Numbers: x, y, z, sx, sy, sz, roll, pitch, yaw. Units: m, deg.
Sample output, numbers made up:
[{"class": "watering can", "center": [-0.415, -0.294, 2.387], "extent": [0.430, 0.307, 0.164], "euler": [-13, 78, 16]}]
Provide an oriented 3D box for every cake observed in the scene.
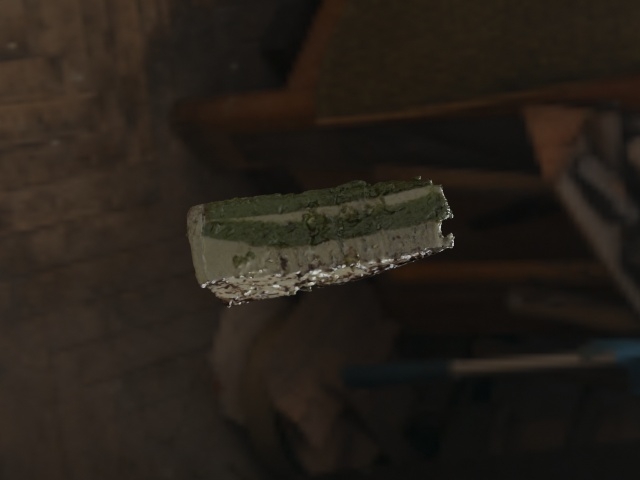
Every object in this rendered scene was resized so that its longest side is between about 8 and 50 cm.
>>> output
[{"class": "cake", "center": [0.000, 0.000, 1.058], "extent": [0.055, 0.140, 0.051], "euler": [89, -7, -71]}]
